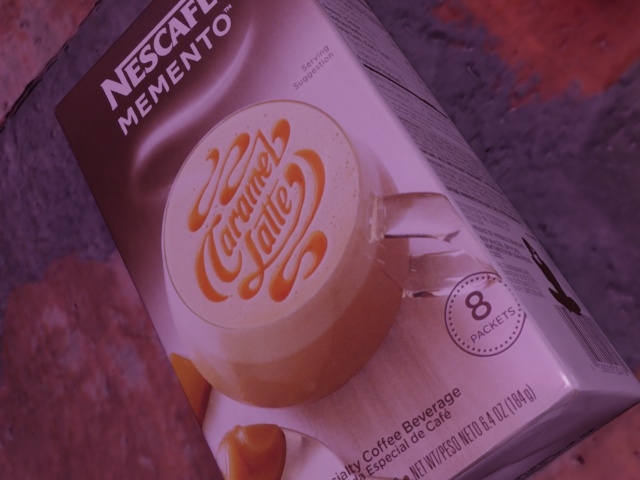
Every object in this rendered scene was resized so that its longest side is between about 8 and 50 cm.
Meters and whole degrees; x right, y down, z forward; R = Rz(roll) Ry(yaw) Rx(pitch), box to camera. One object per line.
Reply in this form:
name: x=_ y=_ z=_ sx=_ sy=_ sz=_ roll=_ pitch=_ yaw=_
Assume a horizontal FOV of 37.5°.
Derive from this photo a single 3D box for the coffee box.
coffee box: x=0.000 y=0.000 z=0.405 sx=0.141 sy=0.098 sz=0.246 roll=-41 pitch=62 yaw=20
